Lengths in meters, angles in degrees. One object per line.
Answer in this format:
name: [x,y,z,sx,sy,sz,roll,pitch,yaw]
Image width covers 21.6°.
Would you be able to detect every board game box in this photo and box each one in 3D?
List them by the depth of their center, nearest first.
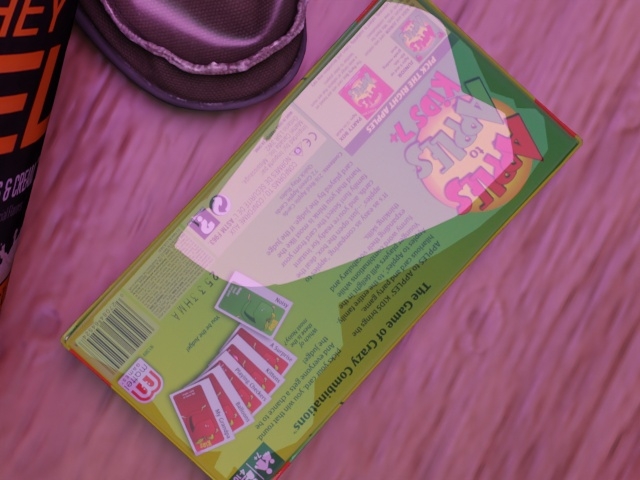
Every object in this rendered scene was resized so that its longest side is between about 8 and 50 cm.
board game box: [0.000,0.000,0.620,0.092,0.043,0.181,43,88,-3]

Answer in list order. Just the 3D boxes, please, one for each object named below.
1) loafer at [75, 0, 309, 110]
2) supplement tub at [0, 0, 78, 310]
loafer: [-0.071,-0.164,0.583,0.094,0.087,0.251,-24,96,-11]
supplement tub: [-0.170,-0.079,0.499,0.194,0.193,0.316,15,107,-3]
